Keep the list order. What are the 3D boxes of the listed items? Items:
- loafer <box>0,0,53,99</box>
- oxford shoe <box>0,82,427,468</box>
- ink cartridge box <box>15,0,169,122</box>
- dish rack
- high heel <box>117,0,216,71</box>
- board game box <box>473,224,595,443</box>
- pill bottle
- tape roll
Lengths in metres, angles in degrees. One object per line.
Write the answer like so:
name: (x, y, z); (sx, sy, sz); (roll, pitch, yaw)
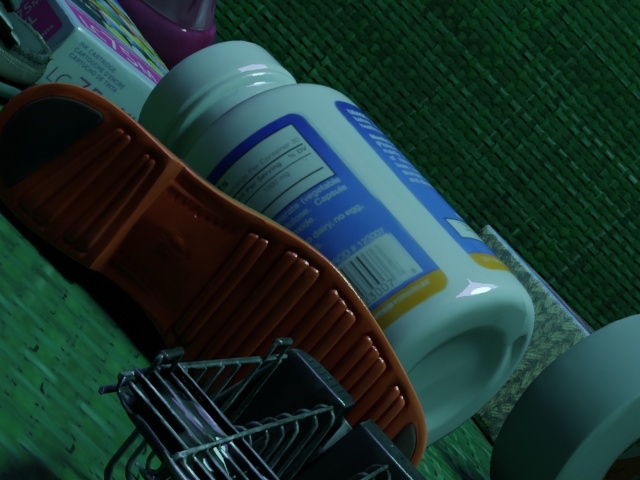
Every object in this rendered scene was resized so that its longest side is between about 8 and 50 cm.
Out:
loafer: (-0.227, -0.167, 0.868); (0.096, 0.084, 0.267); (51, 8, 37)
oxford shoe: (-0.050, 0.022, 0.806); (0.271, 0.097, 0.098); (46, 1, 0)
ink cartridge box: (-0.200, -0.174, 1.216); (0.186, 0.065, 0.311); (40, 7, -46)
dish rack: (0.006, 0.129, 0.608); (0.208, 0.074, 0.271); (46, 8, 11)
high heel: (-0.265, -0.265, 1.417); (0.377, 0.181, 0.127); (30, 29, 11)
board game box: (0.254, 0.160, 1.671); (0.291, 0.141, 0.232); (41, 8, -41)
pill bottle: (-0.003, -0.003, 0.995); (0.272, 0.152, 0.152); (50, 7, 31)
tape roll: (0.246, 0.162, 1.256); (0.219, 0.219, 0.072); (39, 10, -48)
